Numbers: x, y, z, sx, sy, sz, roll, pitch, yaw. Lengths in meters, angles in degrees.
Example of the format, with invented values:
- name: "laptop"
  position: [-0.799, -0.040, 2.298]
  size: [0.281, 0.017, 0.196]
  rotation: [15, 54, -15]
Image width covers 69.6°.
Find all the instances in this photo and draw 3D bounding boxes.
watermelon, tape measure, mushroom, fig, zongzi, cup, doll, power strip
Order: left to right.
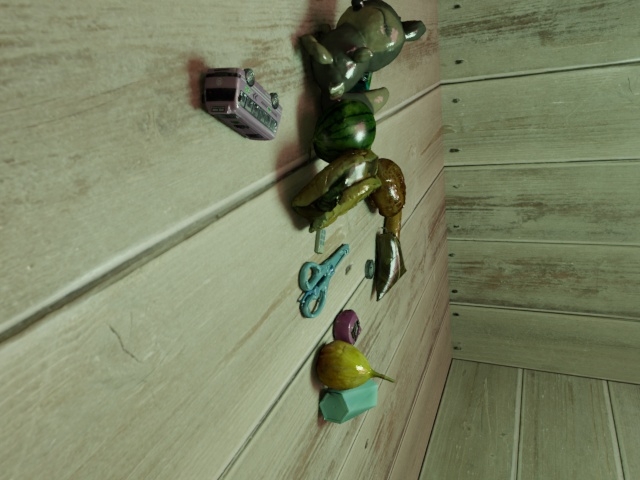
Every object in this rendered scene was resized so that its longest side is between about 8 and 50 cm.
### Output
- name: "power strip"
  position: [0.000, 0.000, 1.479]
  size: [0.040, 0.016, 0.090]
  rotation: [26, 68, -63]
- name: "watermelon"
  position: [0.082, -0.306, 1.366]
  size: [0.232, 0.127, 0.204]
  rotation: [-22, 142, -39]
- name: "tape measure"
  position: [0.101, 0.311, 1.651]
  size: [0.125, 0.074, 0.118]
  rotation: [-62, 144, -46]
- name: "cup"
  position: [0.099, 0.549, 1.604]
  size: [0.235, 0.134, 0.148]
  rotation: [13, 77, -63]
- name: "fig"
  position: [0.116, 0.425, 1.497]
  size: [0.159, 0.257, 0.159]
  rotation: [12, 90, -78]
- name: "doll"
  position: [0.123, -0.561, 1.450]
  size: [0.382, 0.252, 0.378]
  rotation: [-34, 155, -17]
- name: "zongzi"
  position: [0.275, 0.099, 1.978]
  size: [0.241, 0.111, 0.248]
  rotation: [-45, 127, -47]
- name: "mushroom"
  position: [0.271, -0.217, 1.891]
  size: [0.253, 0.153, 0.253]
  rotation: [-7, 90, -70]

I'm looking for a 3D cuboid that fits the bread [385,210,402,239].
- name: "bread"
  position: [0.335, -0.067, 2.116]
  size: [0.114, 0.077, 0.189]
  rotation: [84, 17, -66]

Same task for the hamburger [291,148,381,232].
- name: "hamburger"
  position: [0.050, -0.146, 1.323]
  size: [0.134, 0.285, 0.265]
  rotation: [54, 30, 0]

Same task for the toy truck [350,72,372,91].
- name: "toy truck"
  position: [0.141, -0.631, 1.624]
  size: [0.124, 0.114, 0.253]
  rotation: [69, 31, -64]

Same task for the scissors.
- name: "scissors"
  position: [0.024, 0.106, 1.520]
  size: [0.393, 0.032, 0.180]
  rotation: [-44, 132, -56]

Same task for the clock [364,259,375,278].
- name: "clock"
  position: [0.206, 0.120, 1.923]
  size: [0.085, 0.017, 0.085]
  rotation: [2, 90, -64]

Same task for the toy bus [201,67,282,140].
- name: "toy bus"
  position: [-0.169, -0.296, 1.012]
  size: [0.199, 0.096, 0.108]
  rotation: [22, 76, -66]
